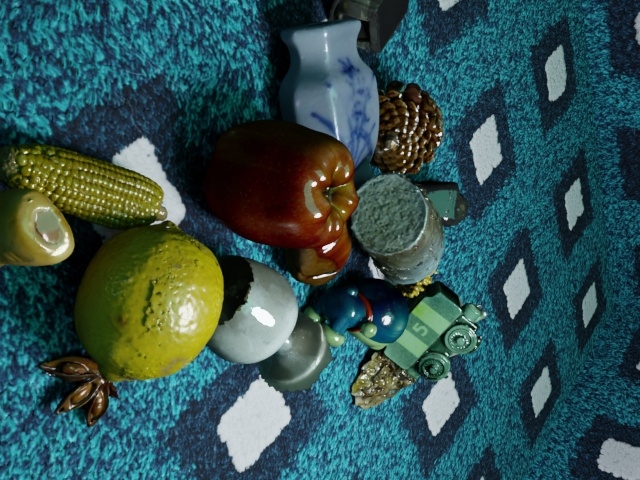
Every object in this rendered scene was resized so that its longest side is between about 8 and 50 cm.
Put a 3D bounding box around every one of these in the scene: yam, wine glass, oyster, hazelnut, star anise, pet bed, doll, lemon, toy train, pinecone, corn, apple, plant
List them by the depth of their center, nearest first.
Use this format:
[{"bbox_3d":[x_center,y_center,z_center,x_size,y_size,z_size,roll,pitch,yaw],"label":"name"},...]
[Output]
[{"bbox_3d":[-0.412,-0.091,1.065,0.322,0.119,0.119,17,85,-46],"label":"corn"},{"bbox_3d":[-0.312,0.116,1.091,0.258,0.258,0.310,33,75,-45],"label":"lemon"},{"bbox_3d":[-0.450,0.263,1.134,0.157,0.053,0.212,-2,100,-47],"label":"star anise"},{"bbox_3d":[-0.085,-0.120,1.285,0.288,0.317,0.288,-39,138,-47],"label":"apple"},{"bbox_3d":[-0.139,0.182,1.327,0.323,0.238,0.238,45,65,-47],"label":"wine glass"},{"bbox_3d":[0.003,0.002,1.476,0.181,0.212,0.181,-12,63,-21],"label":"hazelnut"},{"bbox_3d":[0.117,-0.615,1.522,0.211,0.159,0.183,-59,160,-19],"label":"pet bed"},{"bbox_3d":[0.198,-0.026,1.527,0.348,0.241,0.241,40,66,-71],"label":"yam"},{"bbox_3d":[0.215,-0.304,1.620,0.264,0.264,0.264,-11,105,-46],"label":"pinecone"},{"bbox_3d":[0.121,0.197,1.628,0.322,0.198,0.186,8,117,-51],"label":"doll"},{"bbox_3d":[0.333,0.274,1.789,0.299,0.238,0.167,-50,-177,16],"label":"toy train"},{"bbox_3d":[0.194,0.438,1.848,0.223,0.083,0.214,-55,130,-16],"label":"oyster"},{"bbox_3d":[0.351,-0.119,1.854,0.256,0.164,0.141,8,91,-36],"label":"plant"}]

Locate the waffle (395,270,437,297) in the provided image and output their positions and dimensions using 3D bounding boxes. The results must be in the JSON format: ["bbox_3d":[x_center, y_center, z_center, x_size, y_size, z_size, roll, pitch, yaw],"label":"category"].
[{"bbox_3d":[0.276,0.050,1.755,0.051,0.228,0.231,15,52,-23],"label":"waffle"}]

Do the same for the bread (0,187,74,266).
[{"bbox_3d":[-0.492,-0.014,0.959,0.085,0.173,0.134,-53,132,-46],"label":"bread"}]

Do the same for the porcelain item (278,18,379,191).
[{"bbox_3d":[0.023,-0.315,1.446,0.243,0.178,0.405,-31,123,-42],"label":"porcelain item"}]

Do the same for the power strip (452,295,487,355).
[{"bbox_3d":[0.437,0.279,1.953,0.139,0.224,0.140,-97,165,-57],"label":"power strip"}]
